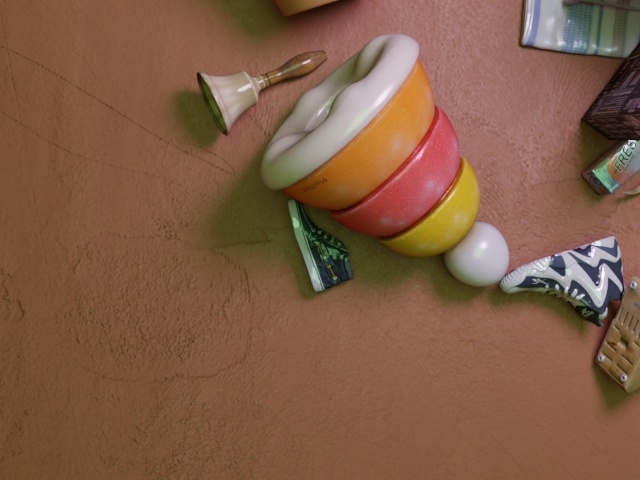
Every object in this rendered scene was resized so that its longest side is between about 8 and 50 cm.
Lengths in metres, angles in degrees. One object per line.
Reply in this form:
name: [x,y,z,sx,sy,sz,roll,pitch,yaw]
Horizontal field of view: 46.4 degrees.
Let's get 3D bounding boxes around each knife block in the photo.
knife block: [0.666,0.145,1.379,0.241,0.088,0.276,3,116,-24]

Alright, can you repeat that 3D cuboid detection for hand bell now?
hand bell: [-0.095,-0.303,1.397,0.241,0.126,0.126,-27,90,-11]

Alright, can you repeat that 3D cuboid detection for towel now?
towel: [0.527,-0.457,1.418,0.284,0.034,0.210,7,91,0]

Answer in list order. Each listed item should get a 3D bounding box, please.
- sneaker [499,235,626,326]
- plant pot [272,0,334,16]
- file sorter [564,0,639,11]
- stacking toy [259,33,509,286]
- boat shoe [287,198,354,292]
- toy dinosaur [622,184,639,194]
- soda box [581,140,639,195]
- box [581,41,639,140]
sneaker: [0.461,0.097,1.383,0.234,0.094,0.153,-17,82,-12]
plant pot: [-0.002,-0.521,1.312,0.290,0.291,0.204,-18,105,0]
file sorter: [0.560,-0.523,1.264,0.172,0.277,0.193,9,91,-2]
stacking toy: [0.159,-0.086,1.329,0.350,0.350,0.480,-45,108,0]
boat shoe: [0.000,0.000,1.406,0.083,0.065,0.184,-19,96,-1]
toy dinosaur: [0.654,-0.124,1.416,0.092,0.053,0.183,42,82,16]
soda box: [0.584,-0.164,1.401,0.183,0.063,0.058,-41,90,0]
box: [0.592,-0.287,1.267,0.076,0.307,0.242,36,96,-3]
